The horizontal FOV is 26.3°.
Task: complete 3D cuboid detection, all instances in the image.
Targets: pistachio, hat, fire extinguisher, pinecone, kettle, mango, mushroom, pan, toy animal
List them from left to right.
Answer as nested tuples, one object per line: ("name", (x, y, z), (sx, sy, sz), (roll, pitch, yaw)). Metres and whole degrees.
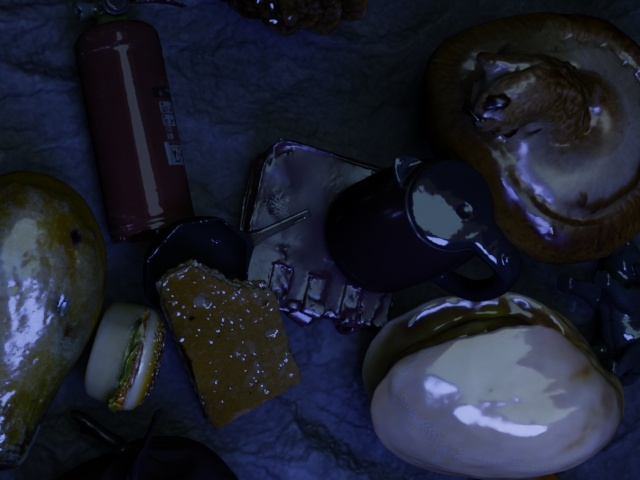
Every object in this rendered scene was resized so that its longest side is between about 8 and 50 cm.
("mango", (-0.351, 0.085, 1.532), (0.176, 0.175, 0.329), (25, 94, 25))
("hat", (-0.248, 0.301, 1.493), (0.336, 0.238, 0.209), (-31, 94, -8))
("fire extinguisher", (-0.211, -0.172, 1.634), (0.147, 0.106, 0.337), (-8, 86, -30))
("pan", (-0.116, 0.022, 1.595), (0.202, 0.048, 0.128), (-8, 121, -27))
("pinecone", (-0.028, -0.390, 1.663), (0.244, 0.244, 0.309), (25, 61, -12))
("kettle", (0.122, -0.003, 1.563), (0.144, 0.232, 0.202), (-42, 95, -18))
("pistachio", (0.212, 0.180, 1.650), (0.321, 0.229, 0.238), (8, 111, -11))
("mushroom", (0.295, -0.136, 1.693), (0.345, 0.259, 0.345), (3, 78, -15))
("toy animal", (0.379, 0.063, 1.774), (0.137, 0.082, 0.269), (10, 77, -41))

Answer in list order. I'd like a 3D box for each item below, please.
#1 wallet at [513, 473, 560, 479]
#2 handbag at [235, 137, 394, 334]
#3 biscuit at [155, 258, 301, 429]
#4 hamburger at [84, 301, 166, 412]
("wallet", (0.256, 0.368, 1.675), (0.161, 0.042, 0.195), (-33, 52, -16))
("handbag", (-0.001, 0.000, 1.686), (0.203, 0.074, 0.216), (13, 81, -14))
("biscuit", (-0.106, 0.107, 1.600), (0.131, 0.026, 0.237), (-30, 126, -18))
("hamburger", (-0.220, 0.134, 1.567), (0.081, 0.141, 0.126), (15, 88, 0))
